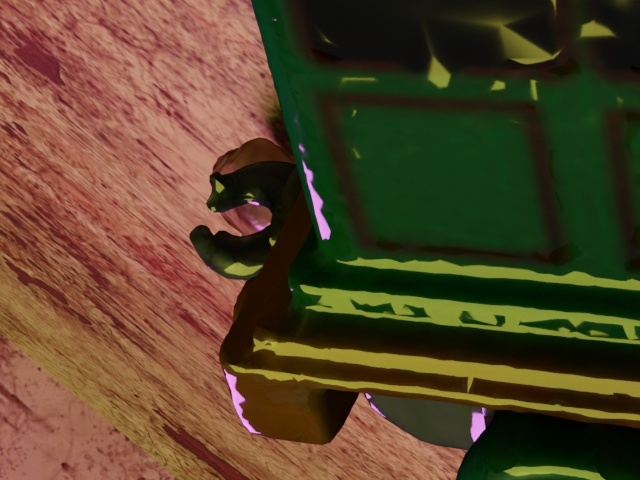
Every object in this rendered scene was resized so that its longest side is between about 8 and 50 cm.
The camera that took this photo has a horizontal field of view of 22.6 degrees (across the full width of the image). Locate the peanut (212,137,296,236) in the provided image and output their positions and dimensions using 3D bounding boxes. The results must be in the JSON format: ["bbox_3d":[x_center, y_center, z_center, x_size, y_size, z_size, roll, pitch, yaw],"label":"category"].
[{"bbox_3d":[0.000,0.000,1.280,0.197,0.110,0.233,29,158,34],"label":"peanut"}]

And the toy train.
[{"bbox_3d":[0.147,-0.025,0.410,0.429,0.178,0.249,4,135,24],"label":"toy train"}]
